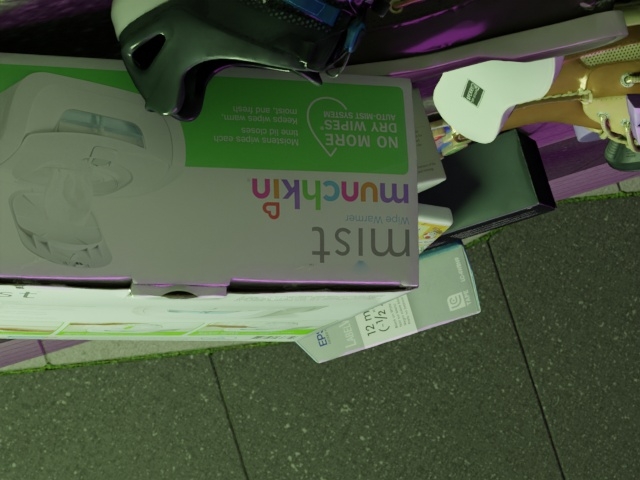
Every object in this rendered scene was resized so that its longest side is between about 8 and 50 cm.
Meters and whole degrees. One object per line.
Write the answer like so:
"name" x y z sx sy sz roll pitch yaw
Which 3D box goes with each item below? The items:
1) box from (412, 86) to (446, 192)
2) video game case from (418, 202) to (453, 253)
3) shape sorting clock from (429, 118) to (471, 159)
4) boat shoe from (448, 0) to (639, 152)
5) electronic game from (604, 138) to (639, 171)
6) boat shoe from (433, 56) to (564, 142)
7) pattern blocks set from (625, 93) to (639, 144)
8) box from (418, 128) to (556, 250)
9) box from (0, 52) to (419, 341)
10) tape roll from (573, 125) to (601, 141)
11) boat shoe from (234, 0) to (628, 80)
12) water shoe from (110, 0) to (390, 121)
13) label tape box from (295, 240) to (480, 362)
"box" 0.032 -0.071 1.334 0.101 0.087 0.102 -14 175 -32
"video game case" 0.005 0.007 1.802 0.227 0.026 0.206 8 147 -28
"shape sorting clock" 0.077 -0.085 1.628 0.206 0.040 0.206 -17 176 -1
"boat shoe" 0.260 -0.132 1.254 0.324 0.120 0.122 -19 175 13
"electronic game" 0.440 -0.144 1.832 0.229 0.048 0.229 -26 -166 7
"boat shoe" 0.133 -0.136 1.109 0.070 0.078 0.219 -52 179 -13
"pattern blocks set" 0.383 -0.142 1.180 0.325 0.026 0.285 -13 138 -14
"box" 0.146 -0.048 1.942 0.261 0.103 0.184 -18 177 14
"box" -0.104 -0.012 0.893 0.262 0.127 0.231 2 168 -16
"tape roll" 0.313 -0.156 1.420 0.189 0.080 0.189 -16 175 -1
"boat shoe" 0.056 -0.126 0.890 0.227 0.069 0.081 -10 -179 8
"water shoe" 0.002 -0.115 0.745 0.203 0.080 0.073 -19 176 15
"label tape box" 0.026 0.061 2.175 0.347 0.115 0.249 -19 -159 1
